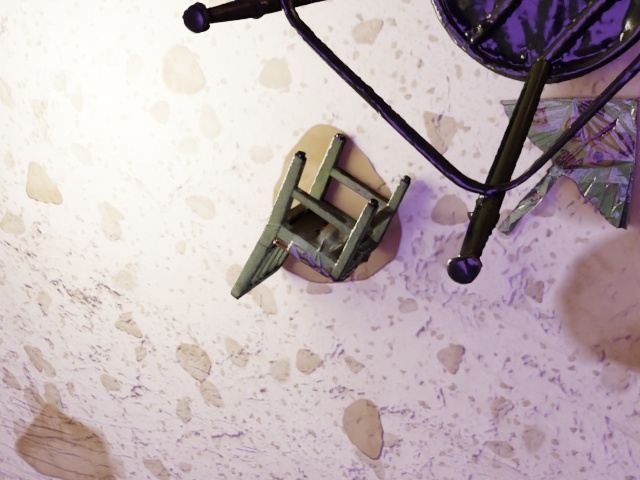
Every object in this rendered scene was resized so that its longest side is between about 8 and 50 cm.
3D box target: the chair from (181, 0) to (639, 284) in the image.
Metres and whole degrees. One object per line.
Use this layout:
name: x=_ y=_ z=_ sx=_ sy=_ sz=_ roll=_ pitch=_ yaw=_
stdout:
chair: x=0.182 y=-0.265 z=0.776 sx=0.362 sy=0.410 sz=0.365 roll=43 pitch=125 yaw=6

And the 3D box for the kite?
kite: x=0.308 y=-0.094 z=1.021 sx=0.229 sy=0.012 sz=0.250 roll=46 pitch=125 yaw=8

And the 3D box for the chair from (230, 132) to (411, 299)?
chair: x=0.000 y=0.000 z=1.154 sx=0.147 sy=0.136 sz=0.271 roll=35 pitch=121 yaw=14
